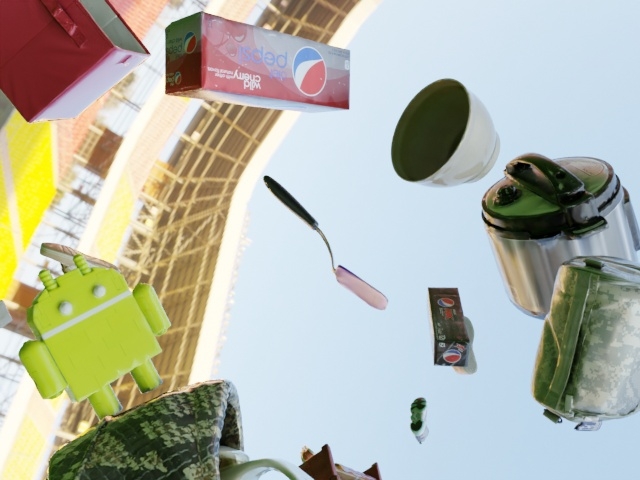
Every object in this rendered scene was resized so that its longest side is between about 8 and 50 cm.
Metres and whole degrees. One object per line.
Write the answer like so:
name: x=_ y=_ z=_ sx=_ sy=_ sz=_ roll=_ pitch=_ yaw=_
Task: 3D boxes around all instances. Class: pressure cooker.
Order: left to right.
pressure cooker: x=0.638 y=-0.037 z=1.608 sx=0.370 sy=0.420 sz=0.375 roll=-2 pitch=-149 yaw=45

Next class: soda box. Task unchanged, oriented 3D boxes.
soda box: x=-0.075 y=-0.227 z=0.797 sx=0.084 sy=0.263 sz=0.092 roll=7 pitch=-82 yaw=44
soda box: x=0.218 y=0.145 z=1.028 sx=0.169 sy=0.060 sz=0.053 roll=-79 pitch=168 yaw=-62

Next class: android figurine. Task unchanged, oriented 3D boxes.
android figurine: x=-0.383 y=0.158 z=1.015 sx=0.248 sy=0.272 sz=0.056 roll=-29 pitch=-172 yaw=-40

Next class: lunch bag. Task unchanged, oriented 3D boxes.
lunch bag: x=0.524 y=0.184 z=1.128 sx=0.213 sy=0.256 sz=0.304 roll=19 pitch=-78 yaw=47

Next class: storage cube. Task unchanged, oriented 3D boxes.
storage cube: x=-0.436 y=-0.328 z=0.992 sx=0.193 sy=0.183 sz=0.215 roll=-37 pitch=-169 yaw=9

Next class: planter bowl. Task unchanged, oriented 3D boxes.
planter bowl: x=0.199 y=-0.147 z=0.898 sx=0.162 sy=0.109 sz=0.162 roll=-33 pitch=-133 yaw=45

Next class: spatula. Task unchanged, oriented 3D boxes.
spatula: x=0.000 y=0.000 z=0.941 sx=0.030 sy=0.084 sz=0.296 roll=-34 pitch=-110 yaw=-14

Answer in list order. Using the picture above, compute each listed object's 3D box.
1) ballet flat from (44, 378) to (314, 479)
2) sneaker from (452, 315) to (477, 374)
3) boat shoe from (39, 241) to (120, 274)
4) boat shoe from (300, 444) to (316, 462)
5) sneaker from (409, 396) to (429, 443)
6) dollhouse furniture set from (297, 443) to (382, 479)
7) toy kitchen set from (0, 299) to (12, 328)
ballet flat: x=0.014 y=0.273 z=0.295 sx=0.182 sy=0.164 sz=0.482 roll=-30 pitch=-119 yaw=-11
sneaker: x=0.322 y=0.245 z=1.369 sx=0.070 sy=0.051 sz=0.134 roll=124 pitch=-35 yaw=-66
boat shoe: x=-0.496 y=0.056 z=1.214 sx=0.063 sy=0.170 sz=0.059 roll=32 pitch=-87 yaw=51
boat shoe: x=-0.039 y=0.633 z=1.743 sx=0.043 sy=0.049 sz=0.137 roll=-52 pitch=174 yaw=-16
sneaker: x=0.218 y=0.398 z=1.300 sx=0.038 sy=0.069 sz=0.098 roll=-5 pitch=-145 yaw=24
dollhouse furniture set: x=-0.044 y=0.637 z=1.337 sx=0.374 sy=0.201 sz=0.152 roll=-38 pitch=-138 yaw=16
toy kitchen set: x=-0.602 y=0.218 z=1.011 sx=0.166 sy=0.207 sz=0.122 roll=-3 pitch=-157 yaw=22
